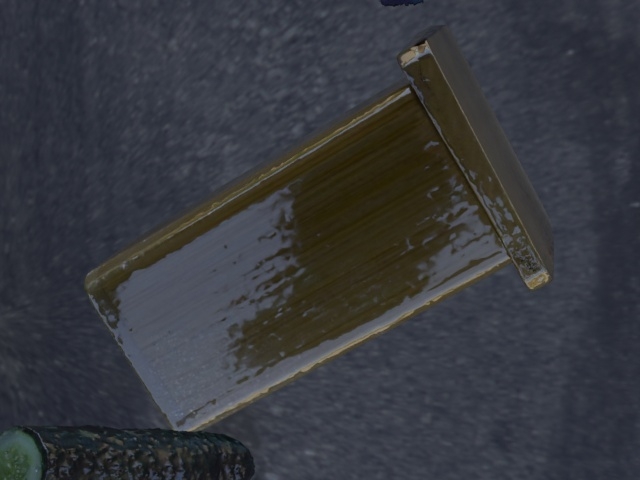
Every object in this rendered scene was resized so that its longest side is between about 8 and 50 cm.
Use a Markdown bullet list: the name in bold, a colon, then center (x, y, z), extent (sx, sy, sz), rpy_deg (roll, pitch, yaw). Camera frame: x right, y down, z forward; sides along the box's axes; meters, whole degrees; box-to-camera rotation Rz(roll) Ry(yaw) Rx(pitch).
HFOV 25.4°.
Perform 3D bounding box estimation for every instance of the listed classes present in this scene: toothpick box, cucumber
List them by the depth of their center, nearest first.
- **cucumber**: center (-0.070, 0.087, 0.550), extent (0.133, 0.032, 0.032), rpy_deg (12, 82, -55)
- **toothpick box**: center (0.000, 0.000, 1.067), extent (0.308, 0.187, 0.190), rpy_deg (-29, 98, 15)

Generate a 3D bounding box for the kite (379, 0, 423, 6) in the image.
- **kite**: center (0.019, -0.200, 0.509), extent (0.321, 0.016, 0.234), rpy_deg (-12, 89, -8)
